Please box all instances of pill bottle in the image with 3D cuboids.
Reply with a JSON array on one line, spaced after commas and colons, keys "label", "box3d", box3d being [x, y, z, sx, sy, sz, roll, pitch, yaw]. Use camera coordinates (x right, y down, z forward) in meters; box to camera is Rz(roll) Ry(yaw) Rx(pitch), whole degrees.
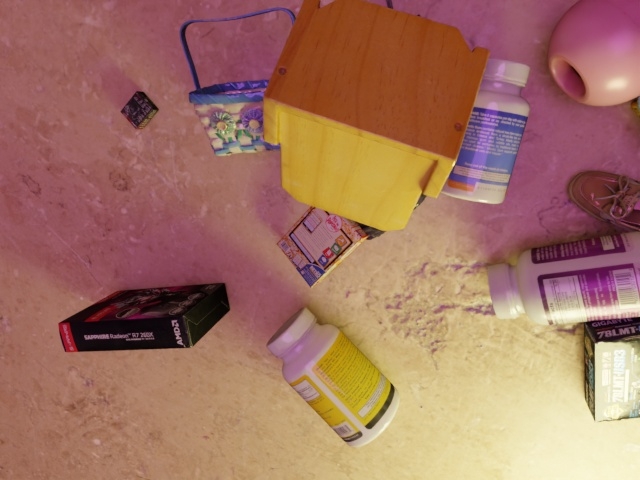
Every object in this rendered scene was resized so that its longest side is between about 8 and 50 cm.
[{"label": "pill bottle", "box3d": [0.525, 0.089, 0.932, 0.301, 0.169, 0.169, -12, 102, 30]}, {"label": "pill bottle", "box3d": [0.026, 0.337, 1.117, 0.188, 0.188, 0.334, -43, 92, 20]}, {"label": "pill bottle", "box3d": [0.340, -0.224, 0.912, 0.152, 0.152, 0.272, 13, 107, 10]}]

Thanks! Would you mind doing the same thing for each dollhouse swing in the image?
[{"label": "dollhouse swing", "box3d": [0.094, -0.232, 0.896, 0.346, 0.305, 0.315, 19, 79, 6]}]

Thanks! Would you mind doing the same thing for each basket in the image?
[{"label": "basket", "box3d": [-0.159, -0.343, 0.973, 0.254, 0.201, 0.289, -2, 113, 14]}]

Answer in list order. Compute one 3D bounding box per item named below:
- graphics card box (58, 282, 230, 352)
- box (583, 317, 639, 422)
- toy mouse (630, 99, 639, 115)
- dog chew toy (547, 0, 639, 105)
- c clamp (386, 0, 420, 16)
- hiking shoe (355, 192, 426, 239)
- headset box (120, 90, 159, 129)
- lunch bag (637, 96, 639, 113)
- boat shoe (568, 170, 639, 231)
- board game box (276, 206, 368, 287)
[{"label": "graphics card box", "box3d": [-0.459, 0.203, 1.173, 0.370, 0.233, 0.094, -4, 103, 15]}, {"label": "box", "box3d": [0.736, 0.269, 0.943, 0.293, 0.073, 0.296, -13, 122, 17]}, {"label": "toy mouse", "box3d": [0.676, -0.318, 0.871, 0.161, 0.031, 0.143, 24, 109, 6]}, {"label": "dog chew toy", "box3d": [0.591, -0.400, 0.788, 0.332, 0.206, 0.207, -37, 94, 12]}, {"label": "c clamp", "box3d": [0.126, -0.532, 0.953, 0.137, 0.022, 0.161, -18, 101, 22]}, {"label": "hiking shoe", "box3d": [0.160, -0.103, 1.022, 0.227, 0.086, 0.114, -42, 95, 20]}, {"label": "headset box", "box3d": [-0.471, -0.334, 1.138, 0.083, 0.032, 0.062, -41, 92, 20]}, {"label": "lunch bag", "box3d": [0.742, -0.226, 0.822, 0.224, 0.108, 0.279, -27, 107, 18]}, {"label": "boat shoe", "box3d": [0.660, -0.065, 0.894, 0.285, 0.089, 0.105, 26, 100, 15]}, {"label": "board game box", "box3d": [0.000, 0.000, 1.077, 0.193, 0.045, 0.147, -45, 76, 28]}]
